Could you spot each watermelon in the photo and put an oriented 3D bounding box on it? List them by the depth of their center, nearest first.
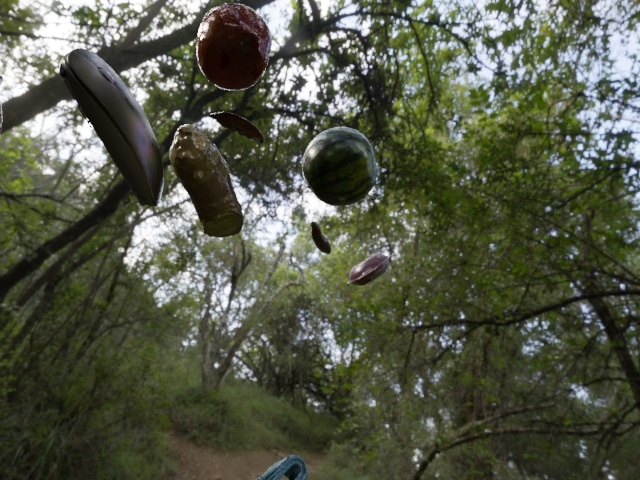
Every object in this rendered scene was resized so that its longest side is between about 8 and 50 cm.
[{"bbox_3d":[0.071,-0.269,1.611,0.286,0.285,0.285,12,-25,6],"label":"watermelon"}]

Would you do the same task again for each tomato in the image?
[{"bbox_3d":[-0.230,-0.536,1.226,0.201,0.232,0.140,10,13,-34],"label":"tomato"}]

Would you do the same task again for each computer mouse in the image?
[{"bbox_3d":[-0.373,-0.211,0.846,0.072,0.158,0.310,-19,-55,1],"label":"computer mouse"}]

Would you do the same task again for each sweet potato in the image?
[{"bbox_3d":[0.001,0.001,1.753,0.058,0.057,0.264,7,-22,18],"label":"sweet potato"}]

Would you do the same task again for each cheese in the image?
[{"bbox_3d":[0.176,0.100,1.597,0.189,0.074,0.286,-31,-2,6],"label":"cheese"}]

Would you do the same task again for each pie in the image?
[{"bbox_3d":[-0.259,-0.364,1.402,0.191,0.033,0.088,23,-24,-17],"label":"pie"}]

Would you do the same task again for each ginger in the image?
[{"bbox_3d":[-0.284,-0.137,1.124,0.127,0.189,0.353,-15,-51,-4],"label":"ginger"}]

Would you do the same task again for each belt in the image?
[{"bbox_3d":[-0.073,0.431,0.739,0.065,0.100,0.179,-41,-23,20],"label":"belt"}]

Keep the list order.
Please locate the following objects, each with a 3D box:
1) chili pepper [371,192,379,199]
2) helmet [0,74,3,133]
[{"bbox_3d":[0.226,-0.186,1.847,0.022,0.083,0.027,-23,-79,24],"label":"chili pepper"},{"bbox_3d":[-0.581,-0.143,0.647,0.199,0.253,0.154,6,-62,38],"label":"helmet"}]
